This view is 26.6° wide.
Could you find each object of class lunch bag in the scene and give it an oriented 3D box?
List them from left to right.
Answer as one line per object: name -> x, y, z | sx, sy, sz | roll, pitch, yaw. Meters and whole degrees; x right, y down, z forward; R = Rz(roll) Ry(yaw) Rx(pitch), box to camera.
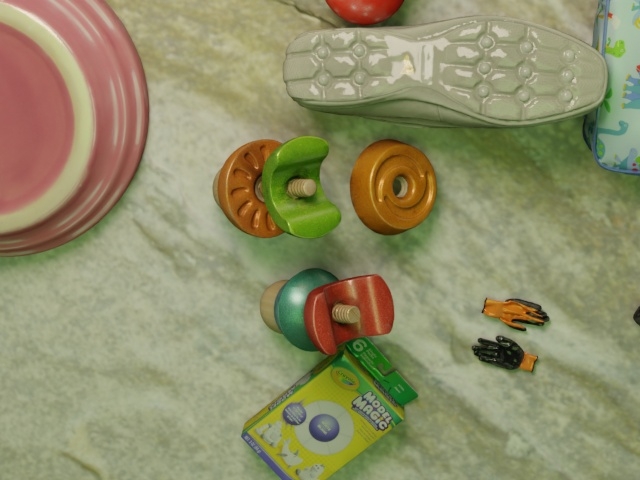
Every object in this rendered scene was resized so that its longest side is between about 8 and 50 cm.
lunch bag -> 0.358, -0.170, 1.349 | 0.176, 0.090, 0.219 | 3, 106, 5

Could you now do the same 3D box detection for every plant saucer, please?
plant saucer -> -0.349, -0.136, 1.420 | 0.332, 0.084, 0.332 | 1, 107, 4

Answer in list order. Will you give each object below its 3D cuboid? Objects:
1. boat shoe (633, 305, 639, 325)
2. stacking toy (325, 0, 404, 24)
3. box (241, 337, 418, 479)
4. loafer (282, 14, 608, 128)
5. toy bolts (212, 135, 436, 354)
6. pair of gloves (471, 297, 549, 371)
boat shoe -> 0.408, 0.012, 1.409 | 0.076, 0.080, 0.228 | 30, 114, -6
stacking toy -> 0.104, -0.355, 1.304 | 0.141, 0.141, 0.330 | 34, 111, -5
box -> 0.012, 0.195, 1.508 | 0.179, 0.043, 0.105 | -41, 100, 12
loafer -> 0.124, -0.166, 1.346 | 0.319, 0.111, 0.112 | 6, 92, 13
toy bolts -> 0.000, 0.000, 1.432 | 0.218, 0.158, 0.228 | -11, 97, -34
pair of gloves -> 0.207, 0.102, 1.481 | 0.074, 0.010, 0.083 | 13, 109, 0
